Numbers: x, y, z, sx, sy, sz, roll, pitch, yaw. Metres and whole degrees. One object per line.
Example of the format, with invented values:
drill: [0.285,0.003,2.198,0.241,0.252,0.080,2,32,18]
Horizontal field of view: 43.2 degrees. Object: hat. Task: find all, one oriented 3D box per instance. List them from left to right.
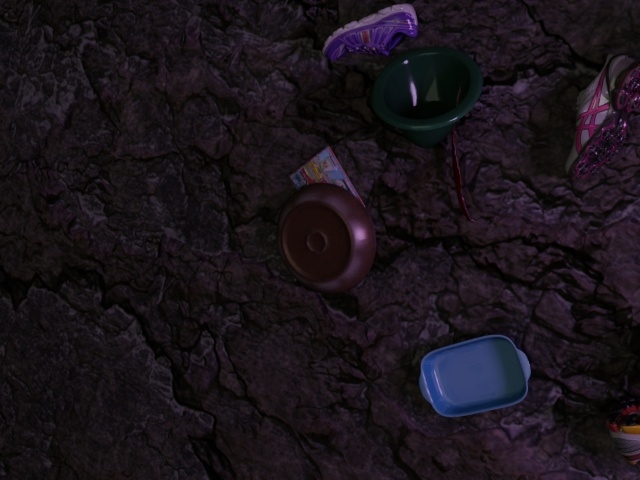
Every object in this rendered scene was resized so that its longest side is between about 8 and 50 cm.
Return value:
hat: [0.179,-0.175,1.303,0.172,0.184,0.209,8,56,22]

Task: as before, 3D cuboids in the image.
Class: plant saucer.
plant saucer: [0.000,0.000,1.401,0.198,0.036,0.199,6,103,27]

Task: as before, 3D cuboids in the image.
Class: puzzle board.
puzzle board: [0.010,-0.086,1.413,0.096,0.011,0.128,-36,77,27]

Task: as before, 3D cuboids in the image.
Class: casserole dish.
casserole dish: [0.248,0.214,1.290,0.188,0.037,0.114,-21,84,30]

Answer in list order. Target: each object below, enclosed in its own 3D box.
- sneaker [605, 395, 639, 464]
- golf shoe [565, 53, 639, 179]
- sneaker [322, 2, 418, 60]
sneaker: [0.522,0.267,1.126,0.225,0.088,0.093,-8,111,30]
golf shoe: [0.401,-0.177,1.162,0.086,0.067,0.186,46,117,47]
sneaker: [0.080,-0.328,1.323,0.169,0.068,0.071,-17,92,29]
